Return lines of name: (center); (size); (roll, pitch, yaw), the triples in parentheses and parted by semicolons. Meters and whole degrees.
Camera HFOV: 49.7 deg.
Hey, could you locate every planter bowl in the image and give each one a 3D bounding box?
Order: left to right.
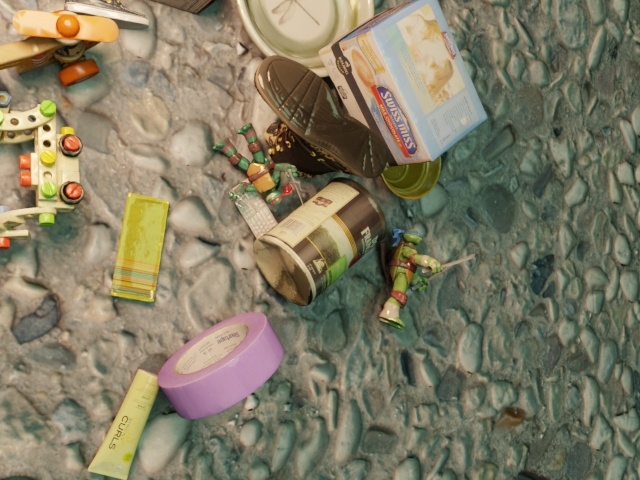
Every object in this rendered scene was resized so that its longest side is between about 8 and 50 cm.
planter bowl: (0.223, -0.218, 1.911); (0.217, 0.090, 0.217); (1, 89, -30)

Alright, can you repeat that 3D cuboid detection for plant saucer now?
plant saucer: (-0.050, -0.604, 1.745); (0.400, 0.100, 0.401); (0, 90, -31)

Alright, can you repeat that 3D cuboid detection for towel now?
towel: (-0.407, 0.017, 1.570); (0.102, 0.021, 0.237); (11, 83, -31)

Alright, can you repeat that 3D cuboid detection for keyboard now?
keyboard: (-0.139, -0.032, 1.736); (0.072, 0.014, 0.256); (-38, 109, -26)

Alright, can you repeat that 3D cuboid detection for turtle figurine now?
turtle figurine: (-0.149, -0.157, 1.667); (0.175, 0.118, 0.234); (-33, 100, 3)
turtle figurine: (0.275, 0.119, 1.881); (0.274, 0.197, 0.266); (28, 79, -24)

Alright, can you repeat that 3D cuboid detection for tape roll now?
tape roll: (-0.220, 0.272, 1.532); (0.274, 0.274, 0.090); (-37, 108, -26)

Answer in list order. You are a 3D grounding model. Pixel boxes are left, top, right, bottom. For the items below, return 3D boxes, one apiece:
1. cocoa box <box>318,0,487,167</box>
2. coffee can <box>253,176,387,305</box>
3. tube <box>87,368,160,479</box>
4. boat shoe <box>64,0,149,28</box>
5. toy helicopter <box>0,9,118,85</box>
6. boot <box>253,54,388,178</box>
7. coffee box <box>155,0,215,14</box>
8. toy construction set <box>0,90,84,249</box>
cocoa box: (0.208, -0.386, 1.713); (0.231, 0.228, 0.347); (-37, 110, -26)
coffee can: (0.000, 0.000, 1.702); (0.275, 0.201, 0.202); (-40, 109, -28)
tube: (-0.424, 0.409, 1.537); (0.070, 0.062, 0.240); (21, 81, 12)
boat shoe: (-0.463, -0.521, 1.514); (0.183, 0.065, 0.083); (4, 88, -30)
toy helicopter: (-0.548, -0.367, 1.325); (0.355, 0.234, 0.140); (-36, 108, -45)
boot: (-0.051, -0.267, 1.633); (0.377, 0.284, 0.138); (33, 74, -28)
coffee box: (-0.378, -0.638, 1.536); (0.297, 0.118, 0.168); (7, 85, -31)
toy construction set: (-0.593, -0.145, 1.382); (0.214, 0.151, 0.328); (2, 89, -31)
